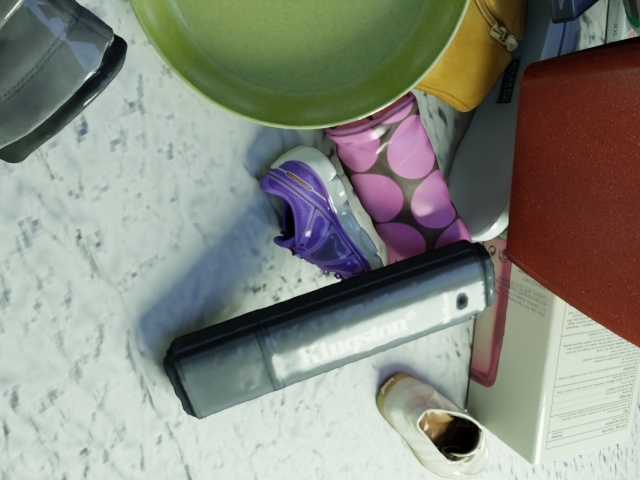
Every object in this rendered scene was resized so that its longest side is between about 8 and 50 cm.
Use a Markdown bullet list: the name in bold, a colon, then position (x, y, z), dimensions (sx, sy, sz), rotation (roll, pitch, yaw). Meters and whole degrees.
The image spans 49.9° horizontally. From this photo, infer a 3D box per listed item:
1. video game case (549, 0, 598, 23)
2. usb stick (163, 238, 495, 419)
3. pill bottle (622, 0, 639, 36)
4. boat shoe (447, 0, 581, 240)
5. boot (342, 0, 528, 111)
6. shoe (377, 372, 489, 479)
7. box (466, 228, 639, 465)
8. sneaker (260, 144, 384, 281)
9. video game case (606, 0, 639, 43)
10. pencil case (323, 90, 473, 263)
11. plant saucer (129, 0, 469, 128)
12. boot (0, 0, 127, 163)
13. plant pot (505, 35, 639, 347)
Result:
- **video game case**: position (0.229, -0.355, 0.626), dimensions (0.196, 0.026, 0.274), rotation (-40, 124, -49)
- **usb stick**: position (0.012, 0.071, 0.564), dimensions (0.278, 0.045, 0.077), rotation (-19, 118, -9)
- **pill bottle**: position (0.350, -0.359, 0.599), dimensions (0.204, 0.204, 0.361), rotation (-53, 136, -13)
- **boat shoe**: position (0.207, -0.118, 0.692), dimensions (0.084, 0.095, 0.258), rotation (16, 94, -36)
- **boot**: position (0.121, -0.273, 0.583), dimensions (0.211, 0.104, 0.295), rotation (13, 100, -46)
- **shoe**: position (0.139, 0.221, 0.764), dimensions (0.219, 0.058, 0.076), rotation (44, 75, -38)
- **box**: position (0.267, 0.108, 0.773), dimensions (0.149, 0.127, 0.232), rotation (-5, 107, -24)
- **sneaker**: position (0.000, 0.000, 0.595), dimensions (0.071, 0.068, 0.169), rotation (-33, 115, -9)
- **video game case**: position (0.438, -0.217, 0.893), dimensions (0.227, 0.026, 0.206), rotation (-17, 113, -34)
- **pencil case**: position (0.075, -0.039, 0.615), dimensions (0.095, 0.098, 0.209), rotation (-16, 124, 15)
- **plant saucer**: position (-0.013, -0.199, 0.471), dimensions (0.241, 0.037, 0.240), rotation (-2, 107, -8)
- **boot**: position (-0.152, -0.147, 0.269), dimensions (0.222, 0.338, 0.118), rotation (47, 46, -36)
- **plant pot**: position (0.310, -0.062, 0.589), dimensions (0.267, 0.236, 0.267), rotation (-25, 122, -45)
